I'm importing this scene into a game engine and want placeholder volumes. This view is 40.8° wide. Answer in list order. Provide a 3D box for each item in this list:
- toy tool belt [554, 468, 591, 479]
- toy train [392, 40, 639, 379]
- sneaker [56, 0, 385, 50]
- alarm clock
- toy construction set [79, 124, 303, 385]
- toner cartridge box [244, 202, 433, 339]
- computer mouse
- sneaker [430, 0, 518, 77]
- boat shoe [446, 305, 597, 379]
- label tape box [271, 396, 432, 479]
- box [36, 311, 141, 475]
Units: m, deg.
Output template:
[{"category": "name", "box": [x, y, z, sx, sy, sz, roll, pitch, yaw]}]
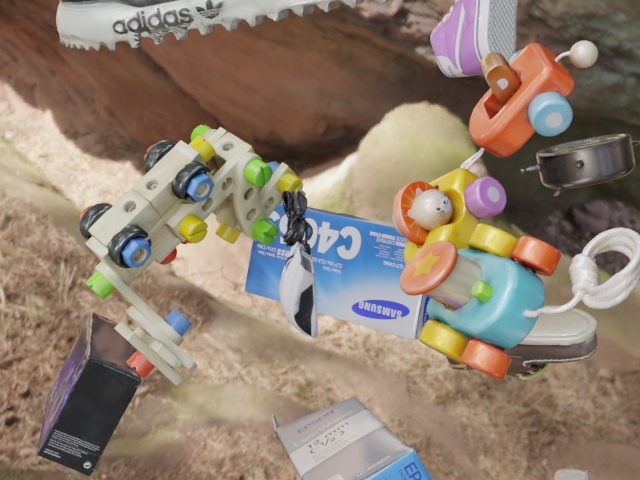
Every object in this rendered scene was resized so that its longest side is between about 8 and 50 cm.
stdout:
[{"category": "toy tool belt", "box": [0.278, 0.295, 0.951, 0.083, 0.052, 0.051, -45, 126, -48]}, {"category": "toy train", "box": [0.073, -0.023, 0.375, 0.046, 0.125, 0.166, 29, 34, -21]}, {"category": "sneaker", "box": [-0.006, -0.190, 0.416, 0.293, 0.146, 0.102, -11, 24, 2]}, {"category": "alarm clock", "box": [0.390, -0.115, 1.222, 0.192, 0.129, 0.064, -21, 101, -30]}, {"category": "toy construction set", "box": [-0.160, -0.001, 1.029, 0.151, 0.215, 0.327, 19, 66, 25]}, {"category": "toner cartridge box", "box": [0.038, 0.041, 1.402, 0.348, 0.165, 0.075, 12, 6, 36]}, {"category": "computer mouse", "box": [-0.029, 0.037, 1.000, 0.042, 0.193, 0.106, -6, 36, -4]}, {"category": "sneaker", "box": [0.258, -0.416, 1.479, 0.102, 0.161, 0.282, 21, 75, -33]}, {"category": "boat shoe", "box": [0.315, 0.169, 1.394, 0.117, 0.324, 0.096, -26, 102, -35]}, {"category": "label tape box", "box": [0.068, 0.314, 0.968, 0.115, 0.348, 0.249, -30, 98, -7]}, {"category": "box", "box": [-0.397, 0.255, 1.490, 0.103, 0.184, 0.261, 30, 3, -18]}]
